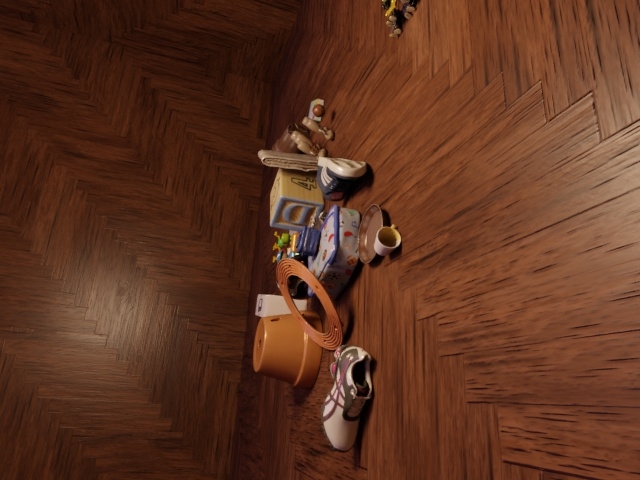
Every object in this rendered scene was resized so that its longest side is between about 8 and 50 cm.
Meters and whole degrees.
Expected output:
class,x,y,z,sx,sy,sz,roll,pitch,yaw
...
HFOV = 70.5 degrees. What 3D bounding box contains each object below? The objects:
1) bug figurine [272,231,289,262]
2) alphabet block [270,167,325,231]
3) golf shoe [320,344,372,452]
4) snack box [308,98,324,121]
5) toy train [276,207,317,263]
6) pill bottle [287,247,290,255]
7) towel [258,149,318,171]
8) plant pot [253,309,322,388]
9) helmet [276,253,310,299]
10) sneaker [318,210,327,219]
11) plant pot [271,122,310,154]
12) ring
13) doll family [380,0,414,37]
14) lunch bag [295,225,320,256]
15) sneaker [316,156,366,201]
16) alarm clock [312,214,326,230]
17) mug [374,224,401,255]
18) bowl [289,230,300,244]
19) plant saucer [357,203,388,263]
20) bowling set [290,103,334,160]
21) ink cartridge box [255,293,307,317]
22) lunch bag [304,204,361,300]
class,x,y,z,sx,sy,sz,roll,pitch,yaw
bug figurine,-0.172,-0.040,2.115,0.216,0.072,0.279,-127,44,-77
alphabet block,-0.103,-0.174,1.927,0.192,0.193,0.197,118,156,-43
golf shoe,0.072,0.410,1.171,0.120,0.105,0.272,161,117,-64
snack box,-0.023,-0.622,2.183,0.141,0.037,0.100,-143,65,-72
toy train,-0.092,-0.012,1.835,0.105,0.143,0.248,38,-124,-71
pill bottle,-0.102,0.127,1.904,0.108,0.108,0.193,122,153,-54
towel,-0.117,-0.333,1.899,0.187,0.282,0.049,-126,42,-67
plant pot,-0.131,0.396,1.685,0.291,0.204,0.290,-171,90,-73
helmet,-0.072,0.141,1.677,0.161,0.169,0.169,-52,31,40
sneaker,0.005,-0.093,1.801,0.083,0.031,0.035,116,157,-45
plant pot,-0.145,-0.503,2.336,0.165,0.167,0.167,129,147,-47
ring,-0.032,0.202,1.462,0.336,0.032,0.336,39,145,34
doll family,0.230,-0.691,1.307,0.193,0.076,0.111,141,140,-60
lunch bag,-0.047,0.006,1.477,0.067,0.065,0.098,135,149,-68
sneaker,0.065,-0.198,1.517,0.350,0.131,0.148,-124,39,-75
alarm clock,0.000,0.000,1.720,0.129,0.064,0.192,-160,77,-74
mug,0.172,0.005,1.157,0.062,0.078,0.064,55,155,20
bowl,-0.110,-0.044,2.129,0.142,0.053,0.142,131,146,-60
plant saucer,0.149,-0.017,1.272,0.168,0.029,0.168,-170,90,-73
bowling set,-0.002,-0.447,1.893,0.200,0.154,0.287,-55,22,16
ink cartridge box,-0.173,0.287,1.940,0.237,0.172,0.100,162,116,-72
lunch bag,0.035,0.042,1.483,0.303,0.115,0.243,120,156,-49
